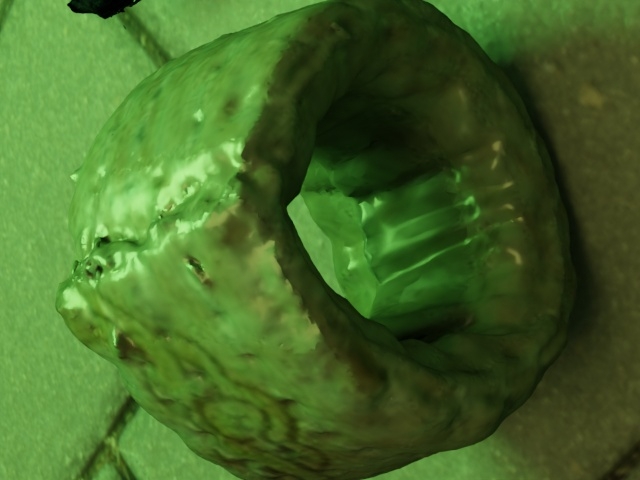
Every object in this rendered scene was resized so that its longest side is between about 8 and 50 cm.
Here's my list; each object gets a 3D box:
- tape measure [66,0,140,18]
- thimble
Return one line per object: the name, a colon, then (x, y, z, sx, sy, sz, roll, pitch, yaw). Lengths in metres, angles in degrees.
tape measure: (-0.078, -0.307, 0.970, 0.351, 0.098, 0.215, -19, 89, 40)
thimble: (0.000, 0.000, 0.847, 0.195, 0.291, 0.292, -22, 85, 43)
